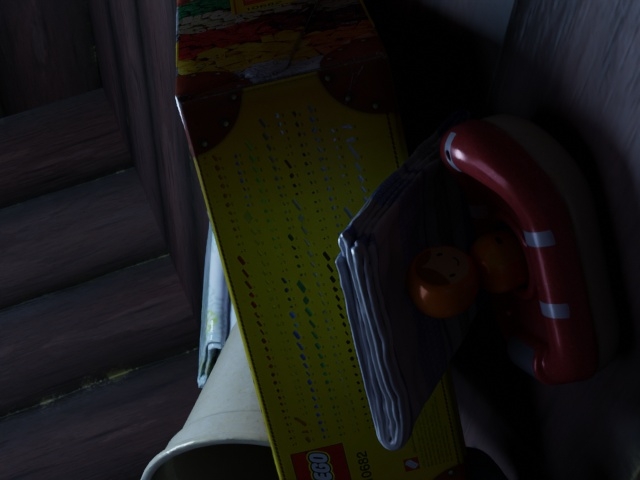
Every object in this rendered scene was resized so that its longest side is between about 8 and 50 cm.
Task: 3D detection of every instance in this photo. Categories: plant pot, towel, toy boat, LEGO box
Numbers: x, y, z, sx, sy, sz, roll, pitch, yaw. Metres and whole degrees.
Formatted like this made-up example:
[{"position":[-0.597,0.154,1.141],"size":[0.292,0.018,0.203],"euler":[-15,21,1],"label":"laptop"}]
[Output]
[{"position":[-0.047,0.257,1.808],"size":[0.305,0.334,0.334],"euler":[-77,-16,-46],"label":"plant pot"},{"position":[-0.164,0.073,2.415],"size":[0.320,0.090,0.374],"euler":[112,161,-67],"label":"towel"},{"position":[0.140,0.016,1.083],"size":[0.151,0.151,0.231],"euler":[-146,39,-70],"label":"toy boat"},{"position":[0.000,0.000,1.401],"size":[0.372,0.193,0.500],"euler":[-103,0,-66],"label":"LEGO box"},{"position":[0.096,0.026,1.177],"size":[0.285,0.034,0.209],"euler":[-49,-48,-53],"label":"towel"}]

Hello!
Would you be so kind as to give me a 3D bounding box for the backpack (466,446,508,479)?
[{"position":[0.128,0.336,1.451],"size":[0.253,0.225,0.191],"euler":[-111,7,-75],"label":"backpack"}]
